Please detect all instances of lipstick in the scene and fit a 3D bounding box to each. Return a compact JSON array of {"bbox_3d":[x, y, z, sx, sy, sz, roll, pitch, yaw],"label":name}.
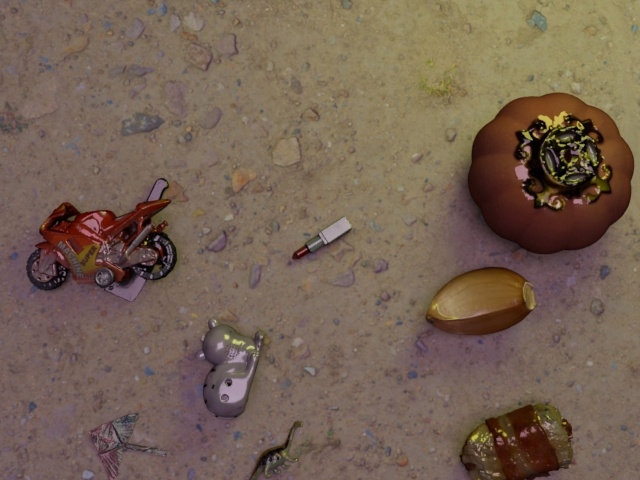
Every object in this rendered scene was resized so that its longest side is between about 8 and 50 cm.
[{"bbox_3d":[0.000,0.000,1.561,0.129,0.030,0.030,-33,85,-5],"label":"lipstick"}]

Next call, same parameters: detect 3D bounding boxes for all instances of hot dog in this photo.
[{"bbox_3d":[0.361,0.378,1.491,0.213,0.103,0.146,-14,105,6],"label":"hot dog"}]

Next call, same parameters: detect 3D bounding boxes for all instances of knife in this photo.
[{"bbox_3d":[-0.336,-0.002,1.563,0.072,0.019,0.245,23,86,0],"label":"knife"}]

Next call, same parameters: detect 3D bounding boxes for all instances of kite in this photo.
[{"bbox_3d":[-0.365,0.389,1.518,0.153,0.005,0.137,21,85,1],"label":"kite"}]

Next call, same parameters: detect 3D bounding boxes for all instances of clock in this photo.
[{"bbox_3d":[-0.179,0.240,1.503,0.117,0.080,0.176,15,82,0],"label":"clock"}]

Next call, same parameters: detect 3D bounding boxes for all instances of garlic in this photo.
[{"bbox_3d":[0.292,0.125,1.515,0.207,0.128,0.115,-16,127,0],"label":"garlic"}]

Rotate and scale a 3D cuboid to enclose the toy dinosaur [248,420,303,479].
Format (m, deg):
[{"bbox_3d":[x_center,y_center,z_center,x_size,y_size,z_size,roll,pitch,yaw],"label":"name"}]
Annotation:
[{"bbox_3d":[-0.088,0.418,1.506,0.180,0.037,0.058,-42,62,-12],"label":"toy dinosaur"}]

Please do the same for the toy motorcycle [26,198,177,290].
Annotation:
[{"bbox_3d":[-0.417,0.006,1.514,0.298,0.089,0.171,-6,86,7],"label":"toy motorcycle"}]

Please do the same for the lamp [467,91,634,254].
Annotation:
[{"bbox_3d":[0.425,-0.127,1.479,0.305,0.239,0.305,0,83,0],"label":"lamp"}]
